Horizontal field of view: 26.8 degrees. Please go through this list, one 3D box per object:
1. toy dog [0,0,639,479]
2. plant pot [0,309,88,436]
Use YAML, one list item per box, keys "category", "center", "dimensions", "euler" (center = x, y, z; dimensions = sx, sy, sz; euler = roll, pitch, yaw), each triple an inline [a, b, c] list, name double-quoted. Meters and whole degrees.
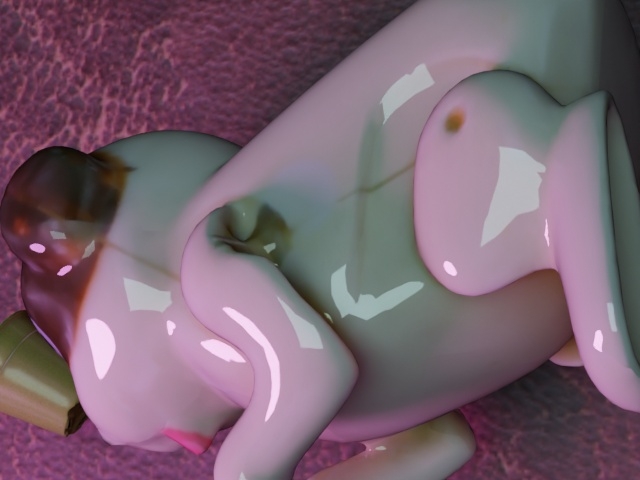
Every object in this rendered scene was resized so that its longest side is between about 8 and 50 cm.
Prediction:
- category: "toy dog"
  center: [0.000, 0.000, 0.824]
  dimensions: [0.407, 0.284, 0.395]
  euler: [-15, 77, 22]
- category: "plant pot"
  center: [-0.209, 0.107, 1.006]
  dimensions: [0.079, 0.083, 0.083]
  euler: [28, 94, 9]
